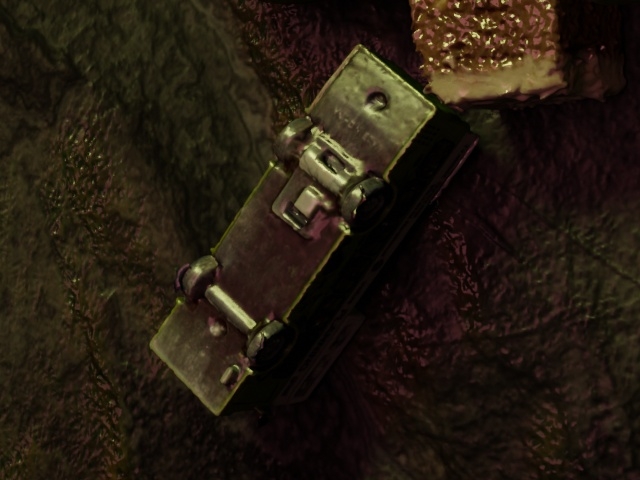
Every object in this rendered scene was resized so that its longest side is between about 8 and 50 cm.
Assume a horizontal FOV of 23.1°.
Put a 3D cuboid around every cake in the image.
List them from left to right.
[{"bbox_3d":[0.143,-0.170,1.165,0.135,0.135,0.147,-1,93,32],"label":"cake"}]

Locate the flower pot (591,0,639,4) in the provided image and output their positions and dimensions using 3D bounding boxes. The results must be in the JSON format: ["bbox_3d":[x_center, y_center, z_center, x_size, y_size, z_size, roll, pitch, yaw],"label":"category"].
[{"bbox_3d":[0.241,-0.297,1.002,0.307,0.307,0.244,-16,86,32],"label":"flower pot"}]

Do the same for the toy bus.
[{"bbox_3d":[0.000,0.000,1.248,0.113,0.139,0.301,43,107,26],"label":"toy bus"}]

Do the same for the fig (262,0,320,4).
[{"bbox_3d":[-0.038,-0.325,1.175,0.258,0.326,0.258,-4,72,13],"label":"fig"}]
